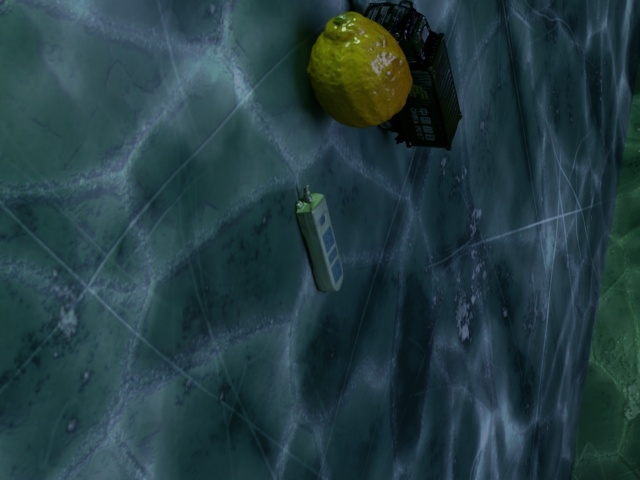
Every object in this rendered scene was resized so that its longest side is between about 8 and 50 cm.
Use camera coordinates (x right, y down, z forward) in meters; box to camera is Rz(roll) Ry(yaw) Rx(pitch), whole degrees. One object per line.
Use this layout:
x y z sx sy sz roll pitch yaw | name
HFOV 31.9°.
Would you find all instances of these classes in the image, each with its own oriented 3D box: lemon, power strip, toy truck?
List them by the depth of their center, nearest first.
0.053 -0.240 1.589 0.142 0.142 0.187 -63 142 -37 | lemon
0.000 0.000 1.638 0.047 0.030 0.191 -55 140 -46 | power strip
0.137 -0.255 1.754 0.259 0.121 0.088 66 37 -51 | toy truck

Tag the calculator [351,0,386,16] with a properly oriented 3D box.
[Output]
0.072 -0.390 1.732 0.095 0.021 0.153 -68 148 -31 | calculator
